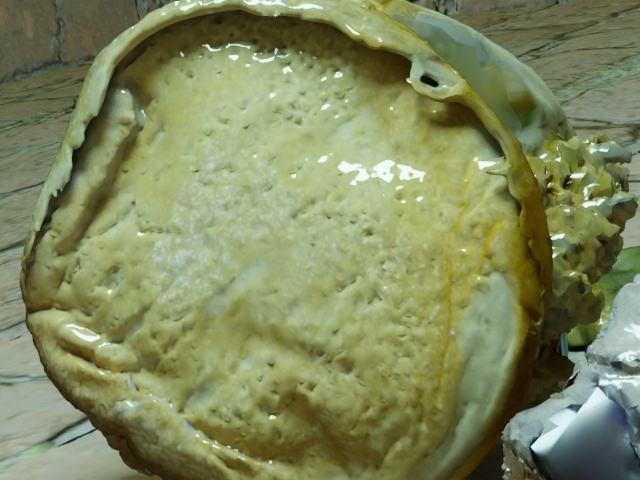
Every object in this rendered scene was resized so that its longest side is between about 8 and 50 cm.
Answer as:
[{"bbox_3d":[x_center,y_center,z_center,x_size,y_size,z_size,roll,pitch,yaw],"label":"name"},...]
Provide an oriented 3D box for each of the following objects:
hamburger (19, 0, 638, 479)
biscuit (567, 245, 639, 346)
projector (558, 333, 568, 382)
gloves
[{"bbox_3d":[0.000,0.000,0.790,0.286,0.243,0.146,-19,8,11],"label":"hamburger"},{"bbox_3d":[0.259,0.019,0.985,0.273,0.036,0.187,-12,12,-7],"label":"biscuit"},{"bbox_3d":[0.070,0.042,0.921,0.083,0.083,0.082,-17,14,-29],"label":"projector"},{"bbox_3d":[0.138,0.076,0.688,0.144,0.110,0.094,-12,-30,-14],"label":"gloves"}]
